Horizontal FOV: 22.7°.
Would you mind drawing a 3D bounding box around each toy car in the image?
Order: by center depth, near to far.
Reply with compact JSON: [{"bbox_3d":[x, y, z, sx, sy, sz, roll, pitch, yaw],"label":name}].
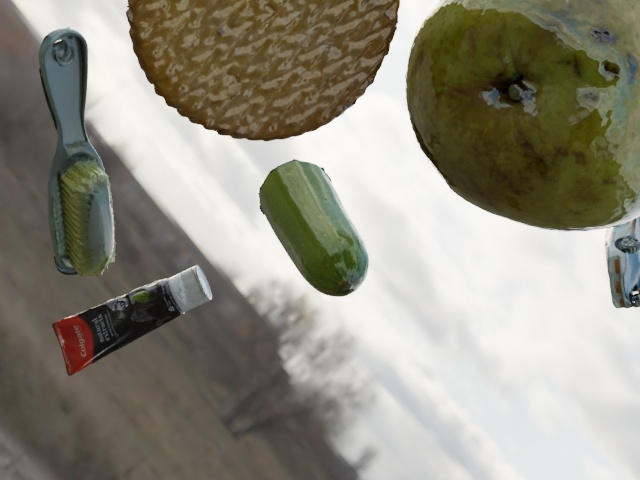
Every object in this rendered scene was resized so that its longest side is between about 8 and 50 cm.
[{"bbox_3d":[0.403,0.008,2.089,0.205,0.056,0.095,-67,148,-54],"label":"toy car"}]

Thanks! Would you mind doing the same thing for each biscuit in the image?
[{"bbox_3d":[-0.049,-0.210,1.434,0.254,0.254,0.035,53,-2,-20],"label":"biscuit"}]

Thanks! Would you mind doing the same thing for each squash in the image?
[{"bbox_3d":[0.000,0.000,1.828,0.095,0.095,0.188,57,4,-46],"label":"squash"}]

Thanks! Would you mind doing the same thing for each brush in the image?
[{"bbox_3d":[-0.232,-0.069,1.557,0.060,0.068,0.297,41,-36,38],"label":"brush"}]

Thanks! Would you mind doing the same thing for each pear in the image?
[{"bbox_3d":[0.221,-0.157,1.534,0.304,0.304,0.304,50,-6,7],"label":"pear"}]

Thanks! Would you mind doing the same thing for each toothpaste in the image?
[{"bbox_3d":[-0.221,0.091,1.869,0.045,0.193,0.071,49,19,-66],"label":"toothpaste"}]
